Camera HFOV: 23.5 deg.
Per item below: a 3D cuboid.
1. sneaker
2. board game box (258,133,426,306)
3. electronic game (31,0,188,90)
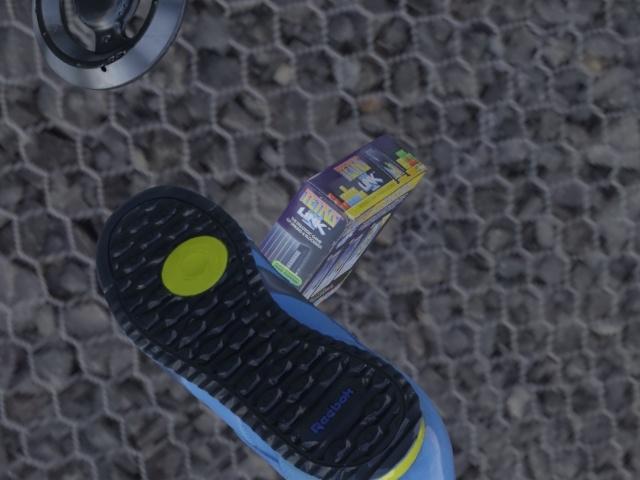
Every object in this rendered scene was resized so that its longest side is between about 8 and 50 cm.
[{"bbox_3d":[-0.022,0.054,0.660,0.069,0.209,0.082,-44,143,-9],"label":"sneaker"},{"bbox_3d":[0.000,0.000,1.174,0.141,0.048,0.170,-55,171,25],"label":"board game box"},{"bbox_3d":[-0.251,-0.291,1.822,0.048,0.229,0.229,10,110,-59],"label":"electronic game"}]
